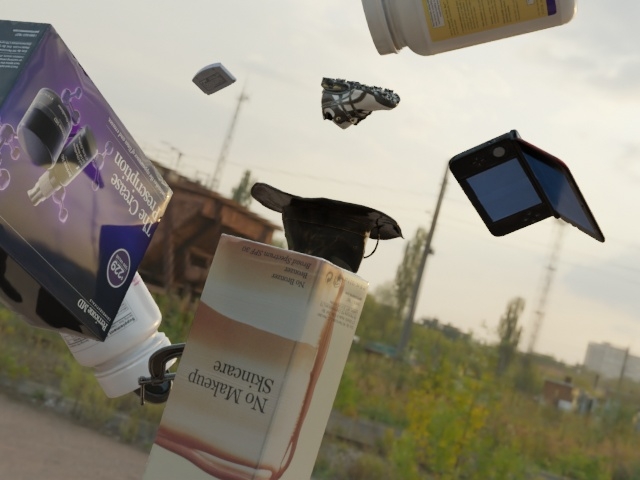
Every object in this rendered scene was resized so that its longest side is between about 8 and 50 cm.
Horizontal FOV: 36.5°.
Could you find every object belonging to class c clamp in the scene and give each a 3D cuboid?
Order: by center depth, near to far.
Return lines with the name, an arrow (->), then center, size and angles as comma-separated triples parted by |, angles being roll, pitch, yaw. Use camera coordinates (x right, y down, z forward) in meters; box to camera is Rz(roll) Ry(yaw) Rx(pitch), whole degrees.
c clamp -> -0.184, 0.179, 1.380 | 0.161, 0.022, 0.137 | -10, -38, -11

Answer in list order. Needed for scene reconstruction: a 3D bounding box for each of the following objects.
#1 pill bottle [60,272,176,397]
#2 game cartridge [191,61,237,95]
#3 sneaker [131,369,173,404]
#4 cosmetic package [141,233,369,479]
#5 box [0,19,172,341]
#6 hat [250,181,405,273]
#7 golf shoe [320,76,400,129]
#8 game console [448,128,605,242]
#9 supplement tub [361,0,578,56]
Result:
pill bottle -> -0.366, 0.108, 1.614 | 0.283, 0.160, 0.160 | 62, -18, -10
game cartridge -> -0.209, -0.315, 1.883 | 0.083, 0.017, 0.056 | -17, -45, 39
sneaker -> -0.342, 0.199, 1.787 | 0.222, 0.083, 0.118 | 53, -27, 11
cosmetic package -> -0.071, 0.158, 1.106 | 0.153, 0.296, 0.129 | 12, -7, 30
box -> -0.260, -0.048, 0.897 | 0.103, 0.184, 0.261 | 11, -26, 24
hat -> 0.000, 0.000, 1.842 | 0.331, 0.133, 0.331 | 16, -6, 2
golf shoe -> 0.072, -0.246, 1.793 | 0.077, 0.093, 0.198 | 4, 11, -37
game console -> 0.227, -0.043, 1.069 | 0.124, 0.085, 0.144 | -23, -48, 19
supplement tub -> 0.239, -0.441, 1.601 | 0.331, 0.241, 0.241 | -11, -12, 13
